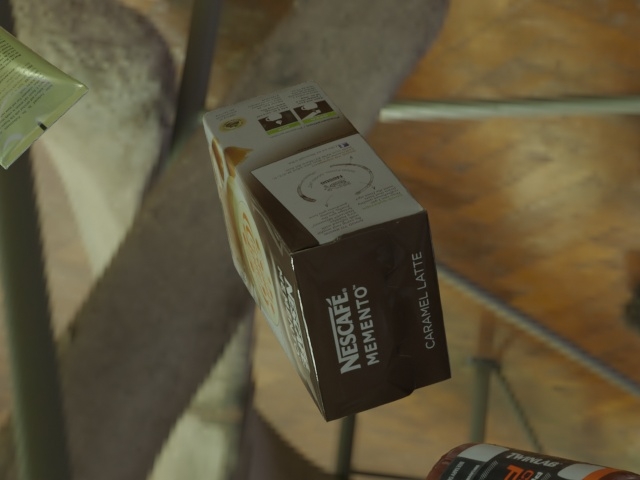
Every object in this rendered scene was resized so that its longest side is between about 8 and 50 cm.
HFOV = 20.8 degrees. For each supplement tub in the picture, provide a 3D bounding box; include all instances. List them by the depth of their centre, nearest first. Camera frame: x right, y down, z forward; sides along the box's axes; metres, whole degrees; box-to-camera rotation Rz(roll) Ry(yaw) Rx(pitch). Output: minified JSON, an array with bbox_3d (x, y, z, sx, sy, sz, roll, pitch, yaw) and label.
[{"bbox_3d":[0.164,0.199,1.175,0.106,0.106,0.198,26,166,-39],"label":"supplement tub"}]

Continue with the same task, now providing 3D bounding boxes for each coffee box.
[{"bbox_3d":[0.000,0.000,1.263,0.098,0.246,0.141,-17,119,-10],"label":"coffee box"}]

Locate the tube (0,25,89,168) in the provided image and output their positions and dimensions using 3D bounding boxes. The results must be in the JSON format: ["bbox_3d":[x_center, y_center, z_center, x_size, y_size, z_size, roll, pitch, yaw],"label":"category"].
[{"bbox_3d":[-0.292,-0.153,1.454,0.062,0.240,0.070,-10,130,-43],"label":"tube"}]
